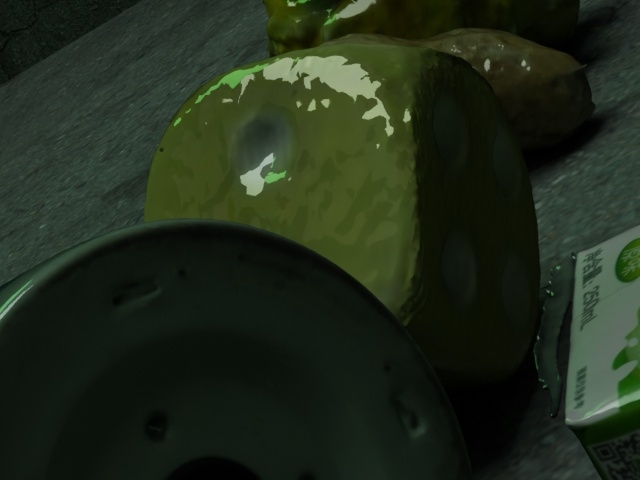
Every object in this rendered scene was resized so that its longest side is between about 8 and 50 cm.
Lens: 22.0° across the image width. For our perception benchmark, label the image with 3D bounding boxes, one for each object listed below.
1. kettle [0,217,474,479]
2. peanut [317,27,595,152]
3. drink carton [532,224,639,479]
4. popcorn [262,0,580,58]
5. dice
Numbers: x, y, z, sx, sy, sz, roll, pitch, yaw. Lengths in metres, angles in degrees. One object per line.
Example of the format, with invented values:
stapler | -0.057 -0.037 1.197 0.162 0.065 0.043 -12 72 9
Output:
kettle | -0.132 0.176 0.758 0.342 0.247 0.319 -21 48 56
peanut | 0.086 -0.104 1.165 0.214 0.099 0.099 -4 18 -4
drink carton | 0.226 0.026 0.639 0.271 0.108 0.161 -28 19 22
popcorn | 0.080 -0.190 1.314 0.276 0.276 0.225 -39 -20 -12
dice | 0.014 -0.001 0.896 0.169 0.169 0.166 -10 -17 28
